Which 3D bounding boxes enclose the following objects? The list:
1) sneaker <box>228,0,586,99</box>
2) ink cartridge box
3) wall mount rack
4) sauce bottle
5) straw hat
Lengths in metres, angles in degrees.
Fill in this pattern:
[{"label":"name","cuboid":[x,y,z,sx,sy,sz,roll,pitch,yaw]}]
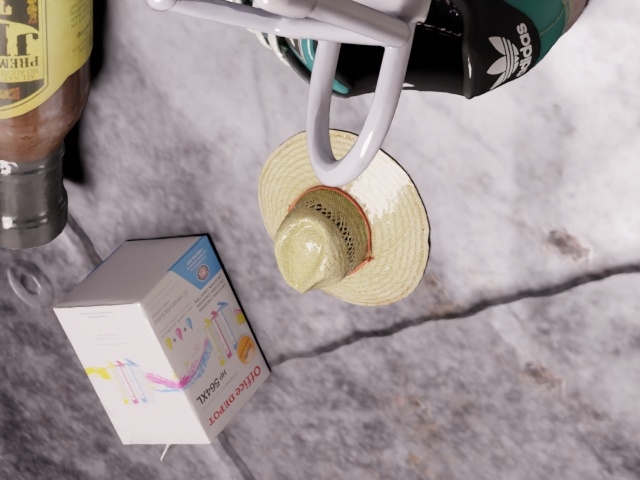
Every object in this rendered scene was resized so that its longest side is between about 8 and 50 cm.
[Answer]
[{"label":"sneaker","cuboid":[-0.005,-0.155,1.060,0.302,0.121,0.108,16,130,28]},{"label":"ink cartridge box","cuboid":[-0.111,0.082,1.343,0.090,0.092,0.143,-5,120,39]},{"label":"wall mount rack","cuboid":[0.011,-0.201,0.848,0.304,0.130,0.350,-159,80,-71]},{"label":"sauce bottle","cuboid":[-0.206,-0.144,1.229,0.111,0.111,0.344,23,133,22]},{"label":"straw hat","cuboid":[0.000,0.000,1.219,0.144,0.061,0.144,19,132,23]}]
